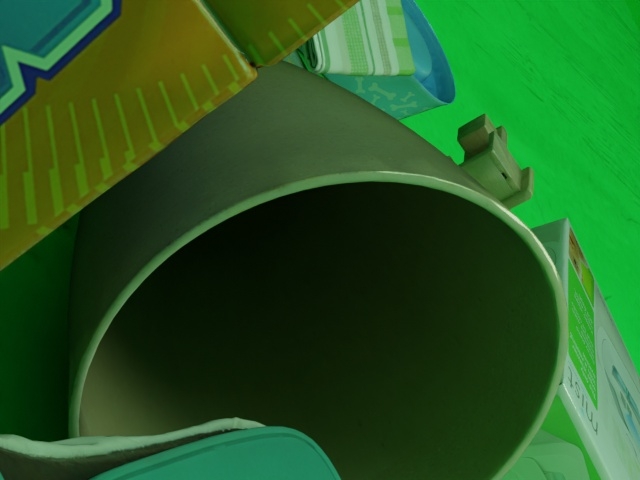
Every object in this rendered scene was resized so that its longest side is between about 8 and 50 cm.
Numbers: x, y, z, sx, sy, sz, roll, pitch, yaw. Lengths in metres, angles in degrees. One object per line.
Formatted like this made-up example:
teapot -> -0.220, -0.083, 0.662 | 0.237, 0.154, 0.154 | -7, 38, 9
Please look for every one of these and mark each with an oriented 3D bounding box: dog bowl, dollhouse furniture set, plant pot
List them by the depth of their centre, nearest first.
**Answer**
plant pot -> -0.035, 0.002, 0.808 | 0.256, 0.256, 0.274 | 41, 13, -37
dollhouse furniture set -> 0.101, -0.036, 1.102 | 0.101, 0.161, 0.182 | 53, 25, -20
dog bowl -> 0.019, -0.225, 1.373 | 0.297, 0.074, 0.166 | 41, 29, -35

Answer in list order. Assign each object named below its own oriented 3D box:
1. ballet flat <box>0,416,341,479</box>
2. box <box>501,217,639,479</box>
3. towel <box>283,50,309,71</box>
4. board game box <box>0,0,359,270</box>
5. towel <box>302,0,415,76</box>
ballet flat -> -0.136, 0.137, 0.541 | 0.400, 0.139, 0.139 | 10, 53, -56
box -> 0.181, 0.159, 1.117 | 0.262, 0.127, 0.231 | 62, 21, -23
towel -> 0.000, 0.000, 1.107 | 0.370, 0.040, 0.271 | 59, 24, -5
board game box -> -0.141, -0.232, 0.569 | 0.356, 0.356, 0.356 | 52, 4, -16
towel -> 0.027, -0.198, 1.258 | 0.152, 0.023, 0.113 | -6, 85, -54
